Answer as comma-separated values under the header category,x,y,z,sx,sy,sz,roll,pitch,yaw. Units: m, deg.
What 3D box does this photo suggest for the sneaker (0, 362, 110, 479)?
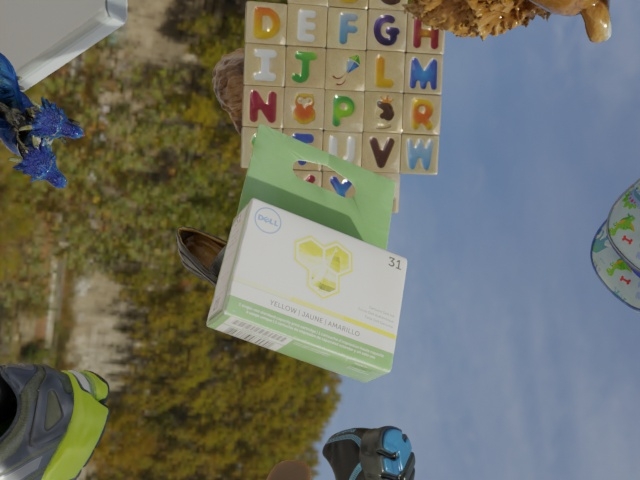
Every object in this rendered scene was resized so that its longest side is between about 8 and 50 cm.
category,x,y,z,sx,sy,sz,roll,pitch,yaw
sneaker,-0.321,0.249,0.856,0.111,0.121,0.300,6,-111,46

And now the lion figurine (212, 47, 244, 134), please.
category,x,y,z,sx,sy,sz,roll,pitch,yaw
lion figurine,-0.045,-0.128,1.440,0.142,0.240,0.392,22,62,-78

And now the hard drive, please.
category,x,y,z,sx,sy,sz,roll,pitch,yaw
hard drive,-0.399,-0.348,1.332,0.307,0.040,0.203,-21,-115,37

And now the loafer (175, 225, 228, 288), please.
category,x,y,z,sx,sy,sz,roll,pitch,yaw
loafer,-0.115,0.033,1.105,0.062,0.170,0.061,-57,150,-21

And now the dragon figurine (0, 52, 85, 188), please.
category,x,y,z,sx,sy,sz,roll,pitch,yaw
dragon figurine,-0.345,-0.149,0.931,0.085,0.289,0.144,-52,169,-7

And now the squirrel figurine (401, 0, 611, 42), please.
category,x,y,z,sx,sy,sz,roll,pitch,yaw
squirrel figurine,0.262,-0.350,0.979,0.397,0.281,0.370,-51,-167,56

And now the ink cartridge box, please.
category,x,y,z,sx,sy,sz,roll,pitch,yaw
ink cartridge box,0.000,0.000,0.864,0.056,0.171,0.235,-40,-147,56

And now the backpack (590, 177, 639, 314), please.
category,x,y,z,sx,sy,sz,roll,pitch,yaw
backpack,0.263,0.001,0.672,0.114,0.084,0.105,-49,-134,21

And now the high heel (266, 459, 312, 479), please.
category,x,y,z,sx,sy,sz,roll,pitch,yaw
high heel,-0.048,0.295,0.678,0.244,0.082,0.117,-71,156,-45

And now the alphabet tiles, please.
category,x,y,z,sx,sy,sz,roll,pitch,yaw
alphabet tiles,0.034,-0.211,1.256,0.011,0.285,0.343,-159,-109,-79

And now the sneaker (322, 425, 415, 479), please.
category,x,y,z,sx,sy,sz,roll,pitch,yaw
sneaker,0.101,0.462,1.461,0.139,0.125,0.341,-8,-84,38
